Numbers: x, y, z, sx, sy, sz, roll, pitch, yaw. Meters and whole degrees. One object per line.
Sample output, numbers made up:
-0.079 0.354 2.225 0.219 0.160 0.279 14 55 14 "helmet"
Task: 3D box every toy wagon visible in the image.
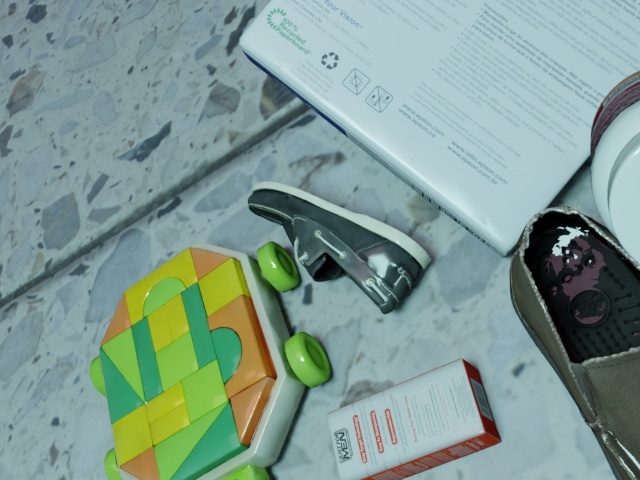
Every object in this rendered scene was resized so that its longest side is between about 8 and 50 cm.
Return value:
-0.118 0.164 0.837 0.267 0.068 0.344 -33 52 17 "toy wagon"

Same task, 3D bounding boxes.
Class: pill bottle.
0.257 -0.055 0.579 0.121 0.221 0.121 6 110 17 "pill bottle"

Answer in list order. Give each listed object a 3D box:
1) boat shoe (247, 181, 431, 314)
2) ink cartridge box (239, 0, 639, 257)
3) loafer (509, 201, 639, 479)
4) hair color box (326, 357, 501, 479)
0.000 0.000 0.830 0.233 0.084 0.079 27 83 37 "boat shoe"
0.149 -0.210 0.755 0.324 0.071 0.330 40 90 11 "ink cartridge box"
0.241 0.111 0.570 0.134 0.130 0.366 -39 51 3 "loafer"
0.080 0.166 0.716 0.141 0.043 0.072 -26 55 20 "hair color box"
